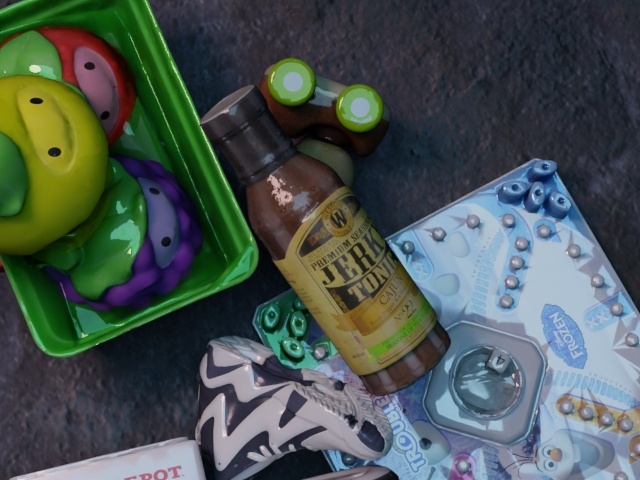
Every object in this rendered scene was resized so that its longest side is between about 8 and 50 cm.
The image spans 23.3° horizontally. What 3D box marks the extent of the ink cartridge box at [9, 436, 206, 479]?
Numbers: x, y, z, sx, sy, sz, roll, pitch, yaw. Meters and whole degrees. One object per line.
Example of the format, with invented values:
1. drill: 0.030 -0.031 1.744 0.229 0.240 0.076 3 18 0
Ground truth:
1. ink cartridge box: -0.196 0.361 1.597 0.201 0.117 0.278 -12 80 -7

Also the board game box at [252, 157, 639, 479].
1. board game box: 0.183 0.155 1.703 0.390 0.050 0.390 -28 82 -9

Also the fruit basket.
1. fruit basket: -0.252 -0.082 1.559 0.283 0.392 0.392 -23 81 -9

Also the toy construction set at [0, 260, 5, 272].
1. toy construction set: -0.501 -0.048 1.625 0.308 0.257 0.237 -7 65 -26

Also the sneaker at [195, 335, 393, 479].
1. sneaker: -0.040 0.213 1.627 0.235 0.094 0.153 23 106 22

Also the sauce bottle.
1. sauce bottle: 0.000 0.000 1.588 0.111 0.111 0.344 -40 104 -11

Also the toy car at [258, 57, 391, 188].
1. toy car: -0.018 -0.088 1.696 0.149 0.155 0.188 21 90 0

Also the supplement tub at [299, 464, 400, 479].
1. supplement tub: 0.022 0.399 1.558 0.193 0.193 0.316 -13 87 -7
